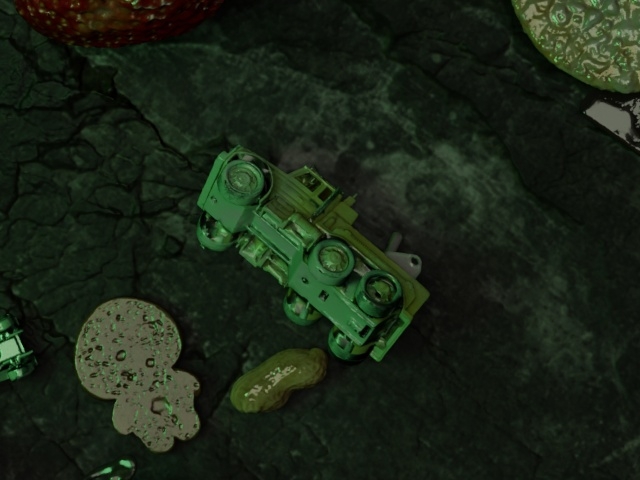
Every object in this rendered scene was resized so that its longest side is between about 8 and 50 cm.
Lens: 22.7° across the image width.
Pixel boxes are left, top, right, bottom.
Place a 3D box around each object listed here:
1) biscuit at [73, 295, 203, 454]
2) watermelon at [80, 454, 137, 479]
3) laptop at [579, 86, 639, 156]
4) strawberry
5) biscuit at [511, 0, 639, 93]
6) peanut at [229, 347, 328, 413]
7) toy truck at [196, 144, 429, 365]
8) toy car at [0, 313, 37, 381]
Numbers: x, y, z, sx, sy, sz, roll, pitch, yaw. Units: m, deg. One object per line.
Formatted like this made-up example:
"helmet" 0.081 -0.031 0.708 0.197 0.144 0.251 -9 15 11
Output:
"biscuit" -0.193 0.144 1.709 0.124 0.026 0.175 -28 85 1
"watermelon" -0.188 0.397 1.567 0.279 0.279 0.359 -17 87 1
"laptop" 0.394 -0.177 1.712 0.154 0.026 0.207 36 87 6
"strawberry" -0.200 -0.314 1.655 0.238 0.250 0.288 33 113 -28
"biscuit" 0.294 -0.277 1.693 0.188 0.040 0.265 -24 86 1
"peanut" -0.043 0.148 1.693 0.113 0.054 0.054 -28 85 -2
"toy truck" -0.004 0.000 1.679 0.259 0.128 0.135 36 56 4
"toy car" -0.377 0.136 1.704 0.143 0.054 0.073 -25 87 -4
